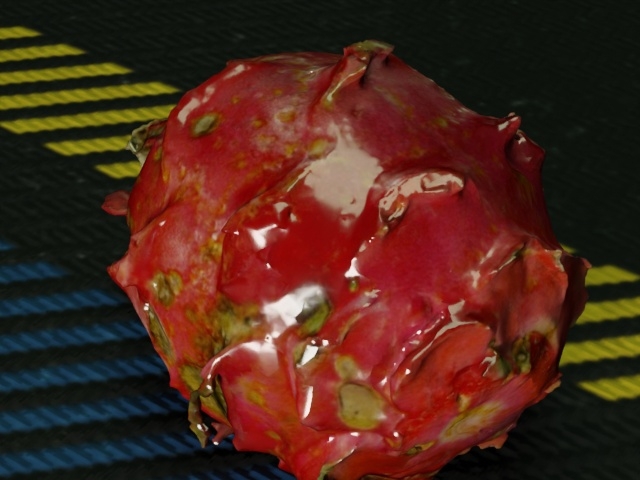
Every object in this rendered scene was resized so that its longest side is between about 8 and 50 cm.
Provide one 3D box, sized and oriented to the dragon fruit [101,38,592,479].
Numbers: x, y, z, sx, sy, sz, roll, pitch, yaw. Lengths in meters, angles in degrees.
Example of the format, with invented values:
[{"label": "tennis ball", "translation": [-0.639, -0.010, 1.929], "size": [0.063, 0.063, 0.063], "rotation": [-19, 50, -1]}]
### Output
[{"label": "dragon fruit", "translation": [0.000, 0.000, 0.740], "size": [0.205, 0.210, 0.268], "rotation": [-14, 32, -43]}]
